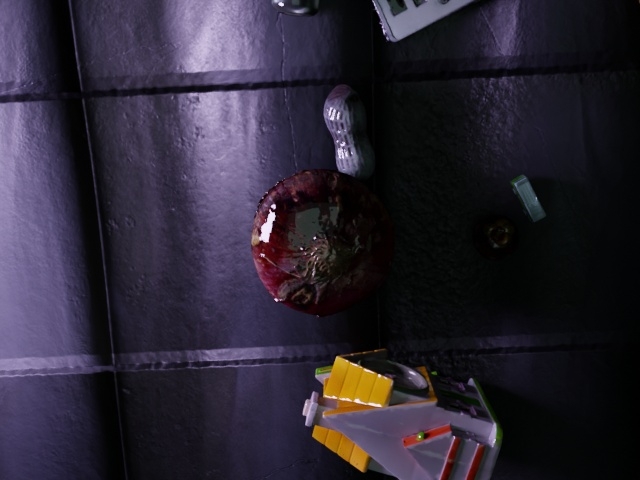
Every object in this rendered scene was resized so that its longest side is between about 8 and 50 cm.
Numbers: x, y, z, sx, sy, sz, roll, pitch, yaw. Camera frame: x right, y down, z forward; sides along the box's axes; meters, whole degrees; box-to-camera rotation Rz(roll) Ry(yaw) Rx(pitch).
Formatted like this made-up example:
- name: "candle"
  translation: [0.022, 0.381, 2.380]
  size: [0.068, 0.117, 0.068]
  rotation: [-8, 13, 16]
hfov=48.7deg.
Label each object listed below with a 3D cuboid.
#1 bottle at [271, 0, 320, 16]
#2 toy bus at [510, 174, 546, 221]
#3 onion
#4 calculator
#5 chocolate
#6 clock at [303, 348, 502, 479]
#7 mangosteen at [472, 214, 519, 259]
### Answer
- name: "bottle"
  translation: [-0.020, -0.490, 1.129]
  size: [0.095, 0.079, 0.254]
  rotation: [4, 102, -11]
- name: "toy bus"
  translation: [0.362, -0.072, 1.231]
  size: [0.031, 0.037, 0.083]
  rotation: [-29, 100, 7]
- name: "onion"
  translation: [0.000, 0.000, 1.175]
  size: [0.246, 0.190, 0.247]
  rotation: [-4, 105, -16]
- name: "calculator"
  translation: [0.197, -0.451, 1.164]
  size: [0.261, 0.021, 0.161]
  rotation: [-27, 100, 5]
- name: "chocolate"
  translation: [0.050, -0.180, 1.196]
  size: [0.072, 0.072, 0.167]
  rotation: [-15, 103, 3]
- name: "clock"
  translation: [0.126, 0.292, 1.207]
  size: [0.309, 0.235, 0.166]
  rotation: [15, 100, -2]
- name: "mangosteen"
  translation: [0.305, -0.004, 1.226]
  size: [0.080, 0.081, 0.081]
  rotation: [0, 102, 1]
